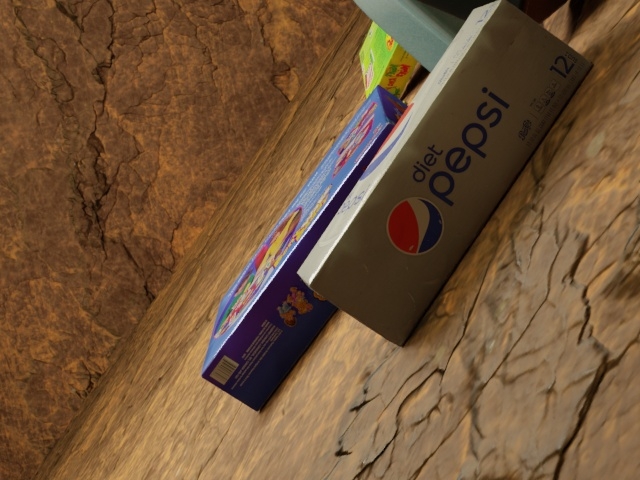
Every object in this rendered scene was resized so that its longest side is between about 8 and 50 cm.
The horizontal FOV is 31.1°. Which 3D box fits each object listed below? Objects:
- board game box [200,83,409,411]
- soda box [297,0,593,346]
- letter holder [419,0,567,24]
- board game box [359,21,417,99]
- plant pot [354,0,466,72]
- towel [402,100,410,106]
[{"bbox_3d":[0.000,0.000,1.323,0.347,0.078,0.233,-53,10,15],"label":"board game box"},{"bbox_3d":[0.100,-0.059,0.974,0.286,0.098,0.091,-57,9,1],"label":"soda box"},{"bbox_3d":[0.198,-0.379,1.068,0.214,0.152,0.301,-38,-34,-38],"label":"letter holder"},{"bbox_3d":[0.100,-0.269,1.596,0.181,0.043,0.092,116,149,-65],"label":"board game box"},{"bbox_3d":[0.136,-0.367,1.355,0.247,0.252,0.248,-55,10,1],"label":"plant pot"},{"bbox_3d":[0.047,-0.078,1.538,0.237,0.021,0.102,-50,17,27],"label":"towel"}]
